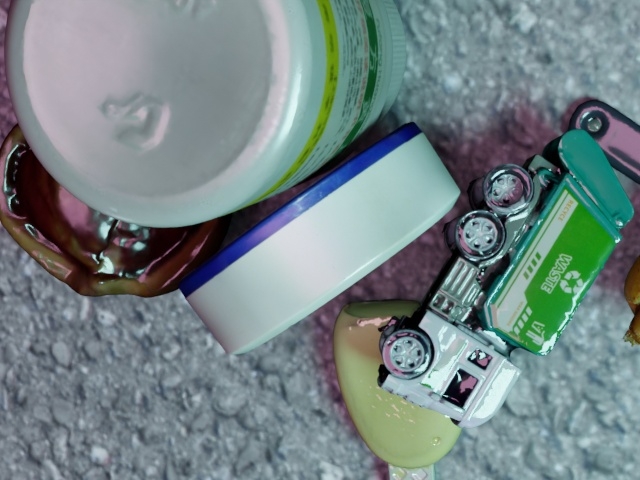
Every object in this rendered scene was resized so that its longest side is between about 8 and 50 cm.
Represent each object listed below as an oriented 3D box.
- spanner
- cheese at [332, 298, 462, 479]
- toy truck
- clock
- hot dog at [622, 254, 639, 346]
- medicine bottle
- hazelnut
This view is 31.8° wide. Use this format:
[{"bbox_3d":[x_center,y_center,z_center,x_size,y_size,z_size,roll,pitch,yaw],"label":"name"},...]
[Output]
[{"bbox_3d":[0.339,-0.020,0.902,0.316,0.024,0.087,36,107,9],"label":"spanner"},{"bbox_3d":[0.082,0.178,1.002,0.127,0.050,0.256,-3,101,16],"label":"cheese"},{"bbox_3d":[0.145,0.027,0.900,0.124,0.114,0.253,30,89,2],"label":"toy truck"},{"bbox_3d":[0.000,0.000,0.898,0.230,0.230,0.083,-32,93,20],"label":"clock"},{"bbox_3d":[0.327,-0.005,0.856,0.102,0.076,0.249,42,101,4],"label":"hot dog"},{"bbox_3d":[-0.056,-0.136,0.831,0.208,0.339,0.208,3,101,17],"label":"medicine bottle"},{"bbox_3d":[-0.173,-0.041,0.982,0.201,0.160,0.170,4,100,22],"label":"hazelnut"}]
